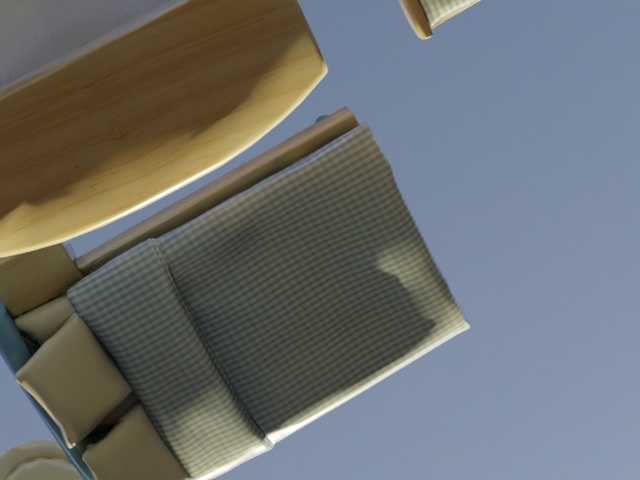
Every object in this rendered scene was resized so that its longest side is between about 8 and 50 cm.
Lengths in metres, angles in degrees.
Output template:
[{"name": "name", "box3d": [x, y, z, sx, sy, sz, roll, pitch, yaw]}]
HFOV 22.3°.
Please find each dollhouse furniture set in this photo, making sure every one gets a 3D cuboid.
[{"name": "dollhouse furniture set", "box3d": [0.000, 0.000, 0.665, 0.286, 0.198, 0.303, -28, -61, -4]}]

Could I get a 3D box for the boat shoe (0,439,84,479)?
[{"name": "boat shoe", "box3d": [-0.135, 0.265, 0.786, 0.117, 0.097, 0.324, 7, -119, -39]}]
